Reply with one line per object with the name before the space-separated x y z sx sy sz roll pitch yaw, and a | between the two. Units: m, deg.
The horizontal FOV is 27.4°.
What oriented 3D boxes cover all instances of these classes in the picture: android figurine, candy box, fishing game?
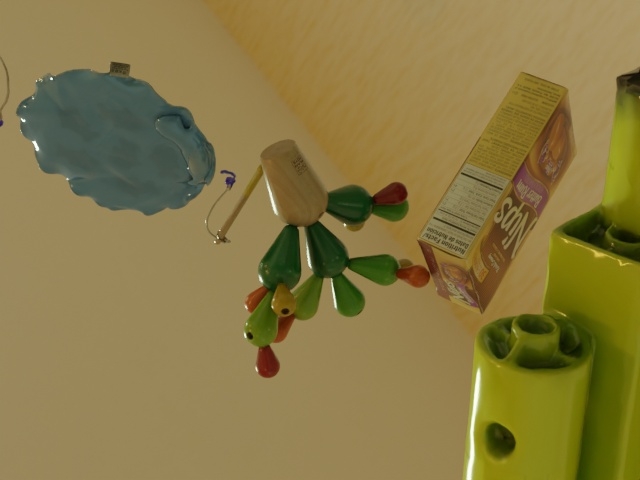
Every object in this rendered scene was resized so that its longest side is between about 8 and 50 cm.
android figurine | 0.147 0.051 0.548 0.056 0.273 0.248 25 -143 36
candy box | 0.159 -0.041 1.156 0.053 0.109 0.187 25 -108 26
fishing game | -0.180 -0.093 1.171 0.264 0.189 0.041 22 -127 -6

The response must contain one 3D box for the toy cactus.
toy cactus | 0.000 0.000 1.140 0.219 0.112 0.180 -37 -61 -22
